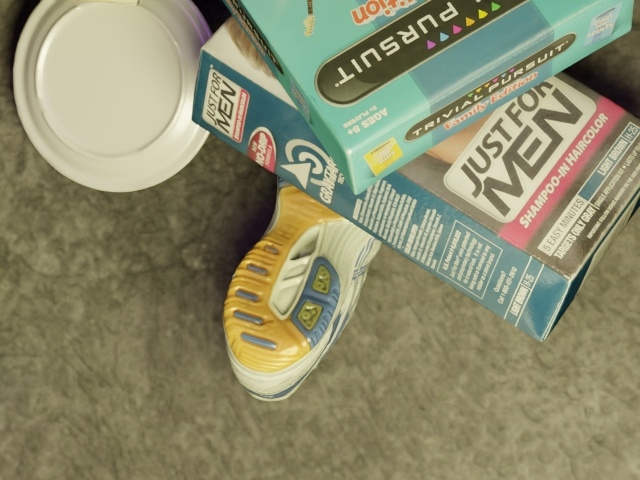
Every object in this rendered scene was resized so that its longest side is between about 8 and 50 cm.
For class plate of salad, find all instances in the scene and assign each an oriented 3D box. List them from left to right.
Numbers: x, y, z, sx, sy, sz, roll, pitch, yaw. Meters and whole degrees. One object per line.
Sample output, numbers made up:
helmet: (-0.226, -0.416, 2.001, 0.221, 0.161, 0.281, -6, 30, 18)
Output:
plate of salad: (-0.178, -0.143, 1.740, 0.200, 0.048, 0.200, 2, 96, 18)

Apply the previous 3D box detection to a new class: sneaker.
sneaker: (0.000, 0.000, 1.657, 0.112, 0.131, 0.296, 28, 64, 11)

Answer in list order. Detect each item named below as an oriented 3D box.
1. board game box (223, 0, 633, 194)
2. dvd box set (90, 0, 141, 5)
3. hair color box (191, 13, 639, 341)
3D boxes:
board game box: (0.043, -0.240, 1.525, 0.254, 0.079, 0.336, -31, 68, -8)
dvd box set: (-0.339, -0.353, 1.577, 0.420, 0.062, 0.308, 0, 103, -22)
hair color box: (0.086, -0.091, 1.584, 0.347, 0.105, 0.174, 32, 59, 11)
